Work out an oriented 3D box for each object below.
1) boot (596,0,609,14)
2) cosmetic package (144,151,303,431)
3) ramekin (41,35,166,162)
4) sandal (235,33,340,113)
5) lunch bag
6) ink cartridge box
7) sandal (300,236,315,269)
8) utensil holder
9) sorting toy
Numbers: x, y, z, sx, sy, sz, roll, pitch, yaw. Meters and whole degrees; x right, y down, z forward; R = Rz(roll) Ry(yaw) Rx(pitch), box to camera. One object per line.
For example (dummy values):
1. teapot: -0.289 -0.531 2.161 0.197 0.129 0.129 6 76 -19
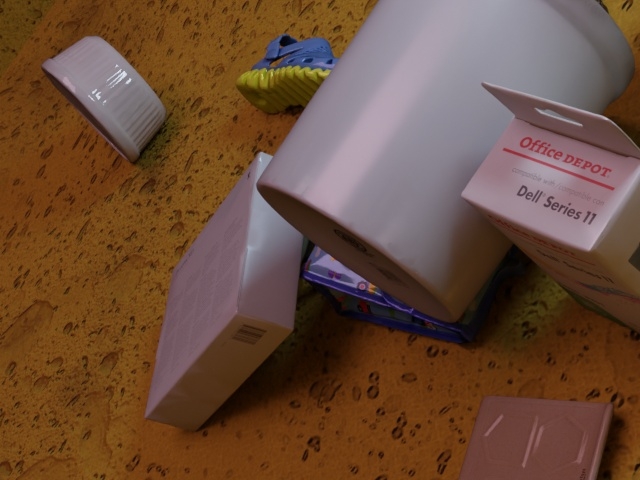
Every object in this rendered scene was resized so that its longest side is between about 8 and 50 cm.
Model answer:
1. boot: 0.375 -0.339 1.750 0.085 0.059 0.157 -31 33 31
2. cosmetic package: -0.144 0.087 1.808 0.377 0.098 0.284 -48 31 49
3. ramekin: -0.430 -0.296 2.414 0.127 0.273 0.273 -44 36 -8
4. sandal: -0.023 -0.304 2.094 0.317 0.126 0.138 12 66 49
5. lunch bag: 0.156 0.017 1.657 0.293 0.138 0.220 14 70 38
6. ink cartridge box: 0.301 -0.017 1.304 0.119 0.353 0.207 -56 38 -4
7. sandal: 0.000 0.001 1.848 0.302 0.086 0.120 -65 -6 0
8. utensil holder: 0.147 -0.139 1.484 0.385 0.327 0.328 -54 36 -8
9. sorting toy: 0.245 0.279 1.400 0.208 0.038 0.193 -7 56 49
